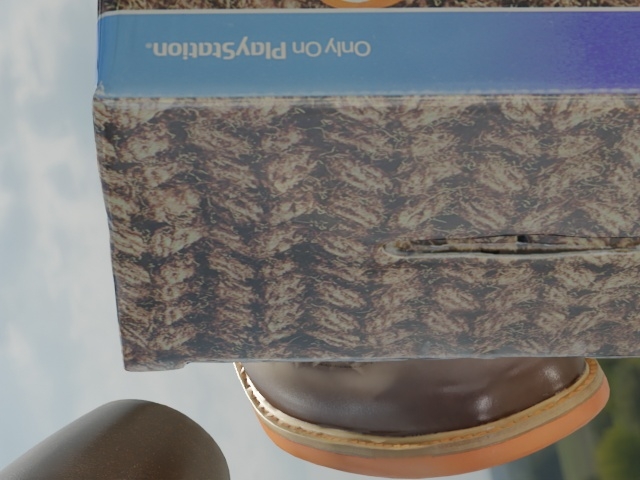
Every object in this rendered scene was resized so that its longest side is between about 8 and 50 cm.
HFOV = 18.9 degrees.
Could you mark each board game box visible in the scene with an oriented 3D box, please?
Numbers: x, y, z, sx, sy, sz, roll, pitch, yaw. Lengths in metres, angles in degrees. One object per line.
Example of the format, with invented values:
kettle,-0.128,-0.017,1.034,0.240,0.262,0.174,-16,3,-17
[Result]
board game box,0.051,-0.119,0.604,0.141,0.232,0.291,93,175,-58

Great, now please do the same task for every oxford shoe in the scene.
oxford shoe,0.000,0.000,0.885,0.364,0.130,0.132,30,141,57

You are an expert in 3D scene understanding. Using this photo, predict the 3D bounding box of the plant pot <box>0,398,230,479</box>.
plant pot,-0.142,0.206,1.156,0.230,0.215,0.215,-64,-35,-52
